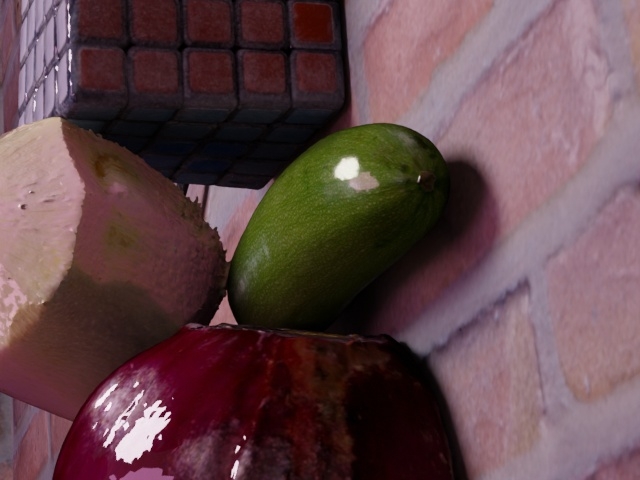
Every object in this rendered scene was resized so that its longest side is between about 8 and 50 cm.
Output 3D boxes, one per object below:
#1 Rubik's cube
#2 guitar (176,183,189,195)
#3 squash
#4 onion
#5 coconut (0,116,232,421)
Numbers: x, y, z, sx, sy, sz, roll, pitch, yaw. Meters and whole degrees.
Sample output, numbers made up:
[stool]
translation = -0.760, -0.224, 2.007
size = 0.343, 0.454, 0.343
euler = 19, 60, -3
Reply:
[Rubik's cube]
translation = -0.126, -0.189, 1.514
size = 0.237, 0.237, 0.238
euler = 141, 129, -68
[guitar]
translation = -0.133, -0.085, 1.841
size = 0.084, 0.038, 0.271
euler = -115, 34, -55
[squash]
translation = 0.000, 0.000, 1.316
size = 0.395, 0.107, 0.107
euler = 131, 138, -65
[onion]
translation = -0.060, 0.187, 1.259
size = 0.336, 0.260, 0.282
euler = -141, 60, -69
[coconut]
translation = -0.213, 0.020, 1.421
size = 0.233, 0.245, 0.233
euler = -25, 48, 32
